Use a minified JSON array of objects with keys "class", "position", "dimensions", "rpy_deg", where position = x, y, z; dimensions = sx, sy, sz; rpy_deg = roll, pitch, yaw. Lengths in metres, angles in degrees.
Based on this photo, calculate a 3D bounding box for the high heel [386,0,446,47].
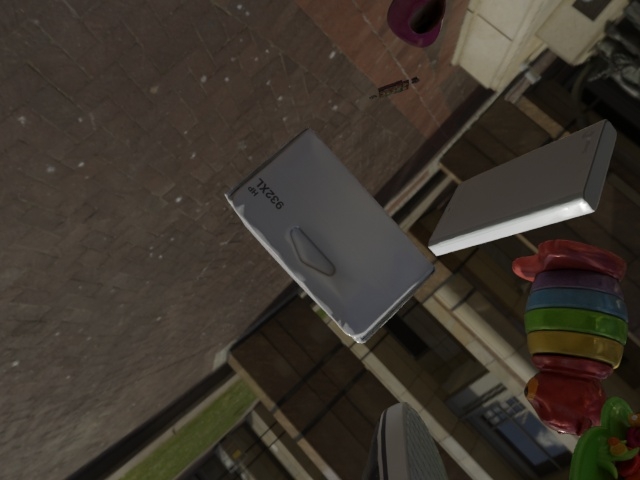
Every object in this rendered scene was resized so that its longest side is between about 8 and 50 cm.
[{"class":"high heel","position":[0.142,-0.284,0.558],"dimensions":[0.082,0.117,0.244],"rpy_deg":[-48,160,3]}]

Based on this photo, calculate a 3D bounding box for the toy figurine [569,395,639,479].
[{"class":"toy figurine","position":[0.325,0.211,0.391],"dimensions":[0.159,0.130,0.173],"rpy_deg":[-23,-159,51]}]

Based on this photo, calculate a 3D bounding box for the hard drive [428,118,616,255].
[{"class":"hard drive","position":[0.350,-0.084,0.843],"dimensions":[0.307,0.040,0.203],"rpy_deg":[-25,-154,55]}]

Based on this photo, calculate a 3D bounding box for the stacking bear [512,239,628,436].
[{"class":"stacking bear","position":[0.411,0.169,0.773],"dimensions":[0.175,0.164,0.289],"rpy_deg":[93,9,-73]}]

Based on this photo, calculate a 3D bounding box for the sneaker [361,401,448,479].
[{"class":"sneaker","position":[0.057,0.299,0.403],"dimensions":[0.127,0.126,0.321],"rpy_deg":[-27,-148,20]}]

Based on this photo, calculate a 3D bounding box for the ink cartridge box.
[{"class":"ink cartridge box","position":[0.000,0.000,0.657],"dimensions":[0.129,0.223,0.307],"rpy_deg":[-42,-178,-6]}]

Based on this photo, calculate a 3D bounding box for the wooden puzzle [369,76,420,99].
[{"class":"wooden puzzle","position":[0.118,-0.244,0.752],"dimensions":[0.083,0.006,0.049],"rpy_deg":[-17,-179,10]}]
